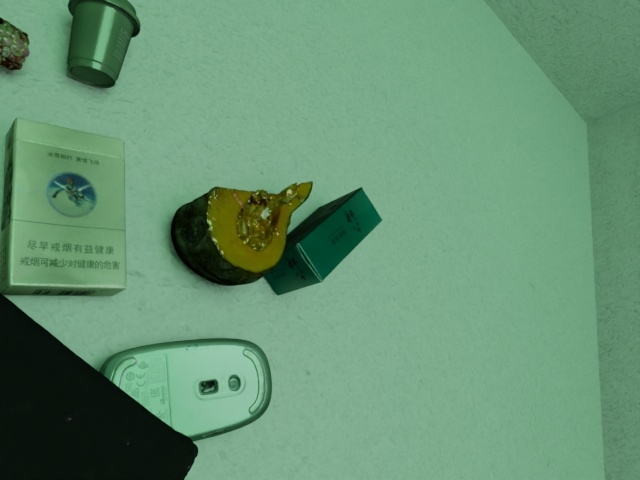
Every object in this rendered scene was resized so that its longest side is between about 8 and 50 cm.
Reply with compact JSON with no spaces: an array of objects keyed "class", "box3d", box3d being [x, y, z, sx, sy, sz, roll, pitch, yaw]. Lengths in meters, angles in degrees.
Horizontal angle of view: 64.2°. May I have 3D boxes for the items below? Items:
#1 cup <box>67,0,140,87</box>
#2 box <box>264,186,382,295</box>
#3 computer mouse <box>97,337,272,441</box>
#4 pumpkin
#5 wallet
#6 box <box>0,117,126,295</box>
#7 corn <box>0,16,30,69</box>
[{"class":"cup","box3d":[-0.382,-0.345,0.889,0.119,0.120,0.142,12,79,-38]},{"class":"box","box3d":[0.000,0.000,1.071,0.245,0.153,0.092,-43,105,-40]},{"class":"computer mouse","box3d":[-0.215,0.243,0.836,0.288,0.097,0.160,-2,78,-27]},{"class":"pumpkin","box3d":[-0.153,-0.050,0.965,0.190,0.139,0.281,41,51,-24]},{"class":"wallet","box3d":[-0.364,0.232,0.638,0.406,0.062,0.228,40,33,-5]},{"class":"box","box3d":[-0.394,-0.045,0.791,0.164,0.069,0.257,7,70,-41]},{"class":"corn","box3d":[-0.574,-0.335,0.731,0.280,0.092,0.092,20,62,-41]}]
